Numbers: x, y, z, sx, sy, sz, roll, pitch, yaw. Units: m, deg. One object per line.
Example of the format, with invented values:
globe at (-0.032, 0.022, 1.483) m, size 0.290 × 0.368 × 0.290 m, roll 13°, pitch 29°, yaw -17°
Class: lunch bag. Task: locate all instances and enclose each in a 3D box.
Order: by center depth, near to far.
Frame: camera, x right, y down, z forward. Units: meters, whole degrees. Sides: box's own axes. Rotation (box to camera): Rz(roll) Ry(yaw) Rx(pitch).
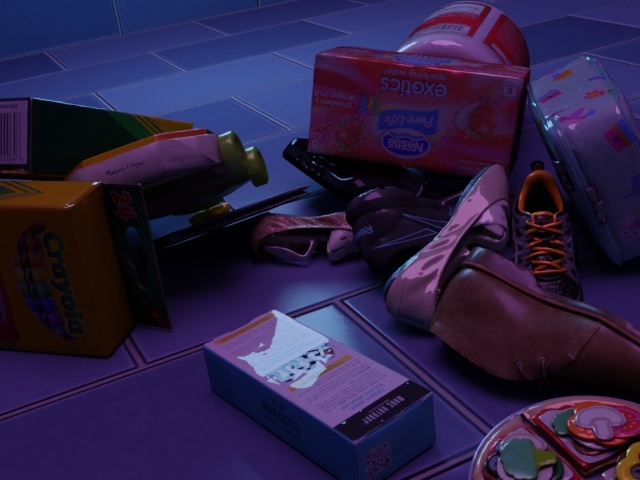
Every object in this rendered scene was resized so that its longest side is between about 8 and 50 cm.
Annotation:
lunch bag at (0.358, -0.101, 1.111) m, size 0.107 × 0.224 × 0.279 m, roll -23°, pitch 22°, yaw 16°

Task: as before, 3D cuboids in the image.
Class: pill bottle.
pill bottle at (0.245, -0.290, 1.518) m, size 0.229 × 0.229 × 0.408 m, roll 2°, pitch 26°, yaw 19°

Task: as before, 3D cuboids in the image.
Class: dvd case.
dvd case at (-0.140, -0.029, 1.240) m, size 0.221 × 0.018 × 0.164 m, roll -21°, pitch 2°, yaw -27°

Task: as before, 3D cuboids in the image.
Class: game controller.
game controller at (0.056, -0.097, 1.308) m, size 0.166 × 0.067 × 0.319 m, roll -1°, pitch 18°, yaw -21°

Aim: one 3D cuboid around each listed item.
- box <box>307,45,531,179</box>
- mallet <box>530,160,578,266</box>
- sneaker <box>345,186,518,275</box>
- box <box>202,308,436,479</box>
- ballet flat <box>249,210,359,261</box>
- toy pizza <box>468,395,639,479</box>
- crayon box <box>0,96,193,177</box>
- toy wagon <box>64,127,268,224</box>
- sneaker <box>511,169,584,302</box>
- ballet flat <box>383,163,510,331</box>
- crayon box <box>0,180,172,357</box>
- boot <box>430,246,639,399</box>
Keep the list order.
box at (0.144, -0.191, 1.269) m, size 0.299 × 0.154 × 0.142 m, roll 11°, pitch 20°, yaw 14°
mallet at (0.286, -0.036, 1.132) m, size 0.062 × 0.039 × 0.190 m, roll -8°, pitch 46°, yaw 2°
sneaker at (0.162, -0.006, 1.129) m, size 0.267 × 0.101 × 0.106 m, roll -3°, pitch 62°, yaw -20°
box at (-0.008, 0.149, 0.857) m, size 0.100 × 0.060 × 0.244 m, roll -25°, pitch 31°, yaw -33°
ballet flat at (0.000, 0.000, 1.186) m, size 0.206 × 0.073 × 0.067 m, roll -3°, pitch 53°, yaw 16°
toy pizza at (0.222, 0.193, 0.708) m, size 0.201 × 0.032 × 0.201 m, roll -10°, pitch 32°, yaw 6°
crayon box at (-0.429, -0.143, 1.289) m, size 0.362 × 0.106 × 0.313 m, roll 4°, pitch 4°, yaw 31°
toy wagon at (-0.208, -0.070, 1.179) m, size 0.267 × 0.068 × 0.344 m, roll -18°, pitch -5°, yaw 8°
sneaker at (0.259, 0.009, 1.012) m, size 0.084 × 0.083 × 0.215 m, roll -5°, pitch 49°, yaw 6°
ballet flat at (0.174, 0.010, 1.023) m, size 0.086 × 0.086 × 0.248 m, roll 19°, pitch 59°, yaw 44°
crayon box at (-0.351, 0.030, 1.035) m, size 0.318 × 0.202 × 0.081 m, roll 1°, pitch 27°, yaw 18°
boot at (0.240, 0.117, 0.856) m, size 0.305 × 0.112 × 0.115 m, roll 28°, pitch 73°, yaw 43°
